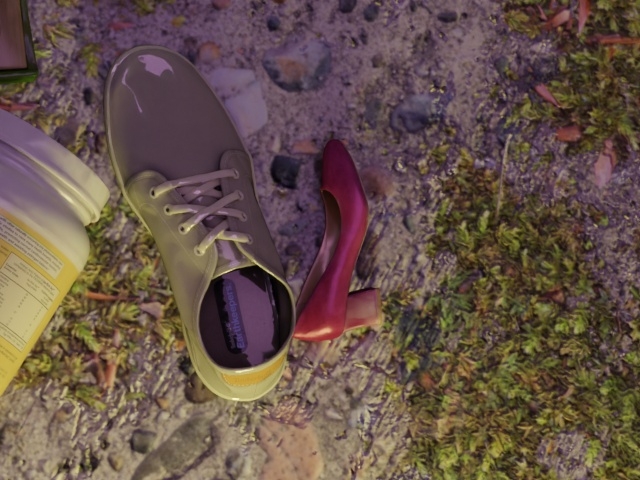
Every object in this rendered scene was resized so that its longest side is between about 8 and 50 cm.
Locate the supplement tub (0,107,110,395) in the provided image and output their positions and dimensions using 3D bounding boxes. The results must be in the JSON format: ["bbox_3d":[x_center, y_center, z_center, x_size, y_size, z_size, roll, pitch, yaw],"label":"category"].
[{"bbox_3d":[-0.405,0.033,1.648,0.241,0.241,0.331,34,76,-9],"label":"supplement tub"}]

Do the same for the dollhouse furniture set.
[{"bbox_3d":[-0.279,-0.284,1.744,0.301,0.197,0.151,-6,83,-16],"label":"dollhouse furniture set"}]

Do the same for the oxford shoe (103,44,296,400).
[{"bbox_3d":[-0.136,-0.028,1.790,0.169,0.130,0.449,-17,87,-15],"label":"oxford shoe"}]

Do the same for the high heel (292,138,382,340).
[{"bbox_3d":[0.000,0.000,1.854,0.117,0.082,0.244,-9,93,-14],"label":"high heel"}]
